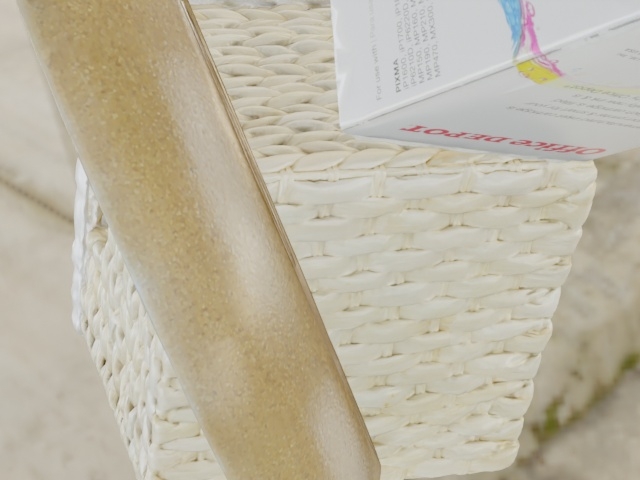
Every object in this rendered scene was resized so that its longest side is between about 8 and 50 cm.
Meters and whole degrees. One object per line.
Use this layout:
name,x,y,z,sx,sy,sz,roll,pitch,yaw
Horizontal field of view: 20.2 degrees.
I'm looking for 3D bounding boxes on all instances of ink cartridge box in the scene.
ink cartridge box,0.182,-0.141,1.006,0.226,0.131,0.306,5,168,-40

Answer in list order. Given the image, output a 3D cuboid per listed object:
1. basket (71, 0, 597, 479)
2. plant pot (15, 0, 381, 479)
basket,0.000,0.000,1.374,0.331,0.328,0.266,-4,-143,-19
plant pot,-0.034,-0.022,0.464,0.032,0.236,0.236,-24,-144,-1
